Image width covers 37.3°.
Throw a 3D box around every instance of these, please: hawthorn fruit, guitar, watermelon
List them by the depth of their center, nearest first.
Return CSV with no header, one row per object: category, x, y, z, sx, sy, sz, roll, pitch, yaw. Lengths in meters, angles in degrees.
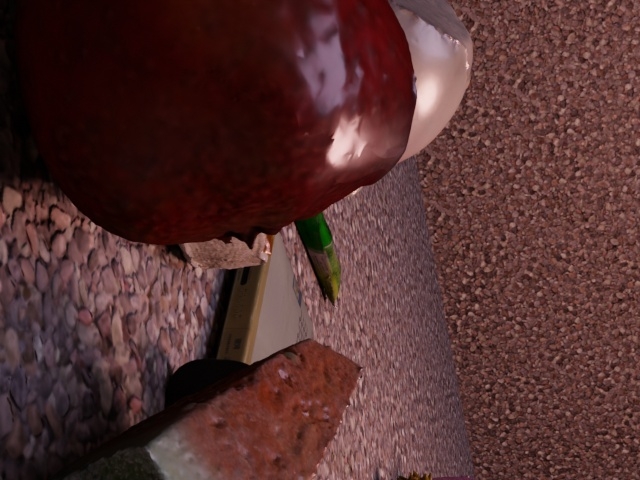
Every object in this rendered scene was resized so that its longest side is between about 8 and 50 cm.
hawthorn fruit,-0.085,-0.148,0.649,0.265,0.265,0.307,-62,140,-69
watermelon,-0.065,0.154,0.676,0.140,0.193,0.256,53,40,-2
guitar,-0.100,0.210,0.786,0.025,0.088,0.233,61,34,-60

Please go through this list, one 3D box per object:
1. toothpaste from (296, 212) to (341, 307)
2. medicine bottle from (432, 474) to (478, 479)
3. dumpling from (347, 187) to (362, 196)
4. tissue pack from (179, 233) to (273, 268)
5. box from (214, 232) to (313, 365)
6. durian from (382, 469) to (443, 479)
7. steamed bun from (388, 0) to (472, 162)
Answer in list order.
toothpaste,0.000,0.000,1.412,0.248,0.046,0.078,71,18,-47
medicine bottle,0.243,0.611,1.803,0.178,0.178,0.291,-4,85,-78
dumpling,0.027,-0.145,1.464,0.216,0.126,0.167,56,44,-69
tissue pack,-0.099,-0.097,0.884,0.183,0.092,0.226,77,5,-76
box,-0.060,0.129,1.054,0.270,0.045,0.211,-84,161,-49
durian,0.170,0.524,1.610,0.154,0.186,0.261,62,9,-73
steamed bun,0.015,-0.202,1.161,0.309,0.309,0.309,-8,90,-78
